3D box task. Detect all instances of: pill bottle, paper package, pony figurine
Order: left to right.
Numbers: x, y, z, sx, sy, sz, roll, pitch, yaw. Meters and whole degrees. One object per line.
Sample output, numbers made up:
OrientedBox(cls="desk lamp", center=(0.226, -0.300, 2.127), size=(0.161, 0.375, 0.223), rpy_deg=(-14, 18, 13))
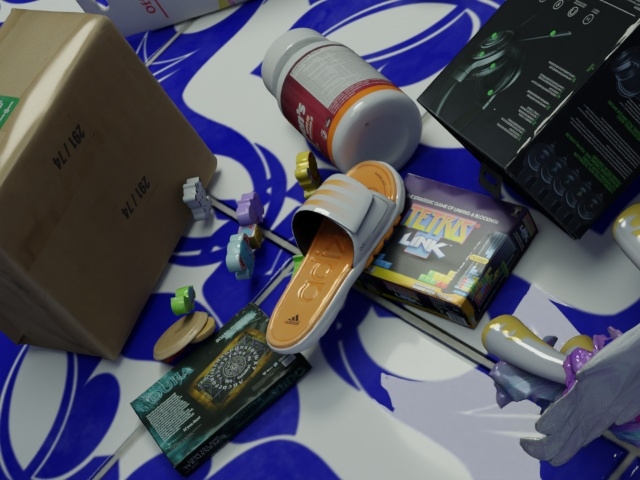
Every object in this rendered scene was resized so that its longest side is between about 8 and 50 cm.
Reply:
OrientedBox(cls="paper package", center=(-0.312, -0.067, 1.619), size=(0.168, 0.309, 0.325), rpy_deg=(5, 57, 34))
OrientedBox(cls="pill bottle", center=(0.020, -0.172, 1.650), size=(0.121, 0.121, 0.221), rpy_deg=(-39, 44, -5))
OrientedBox(cls="pony figurine", center=(0.306, 0.127, 1.154), size=(0.351, 0.303, 0.363), rpy_deg=(-37, 28, -15))

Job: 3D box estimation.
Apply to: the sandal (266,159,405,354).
OrientedBox(cls="sandal", center=(0.008, 0.001, 1.473), size=(0.102, 0.076, 0.265), rpy_deg=(4, 54, 38))

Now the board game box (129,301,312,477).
OrientedBox(cls="board game box", center=(-0.113, 0.164, 1.507), size=(0.186, 0.026, 0.126), rpy_deg=(-40, 43, -6))

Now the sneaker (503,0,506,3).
OrientedBox(cls="sneaker", center=(0.262, -0.254, 1.615), size=(0.092, 0.087, 0.229), rpy_deg=(2, 48, 42))

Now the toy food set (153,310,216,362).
OrientedBox(cls="toy food set", center=(-0.160, 0.112, 1.565), size=(0.083, 0.020, 0.082), rpy_deg=(-42, 18, -8))

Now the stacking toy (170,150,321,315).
OrientedBox(cls="stacking toy", center=(-0.090, -0.009, 1.603), size=(0.166, 0.052, 0.221), rpy_deg=(-12, 43, 17))

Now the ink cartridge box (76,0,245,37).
OrientedBox(cls="ink cartridge box", center=(-0.200, -0.436, 1.942), size=(0.353, 0.207, 0.119), rpy_deg=(-14, 49, 19))

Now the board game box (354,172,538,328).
OrientedBox(cls="board game box", center=(0.131, 0.008, 1.483), size=(0.170, 0.048, 0.141), rpy_deg=(18, 65, 39))

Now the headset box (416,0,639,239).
OrientedBox(cls="headset box", center=(0.263, -0.166, 1.419), size=(0.283, 0.131, 0.246), rpy_deg=(-48, 28, 4))
